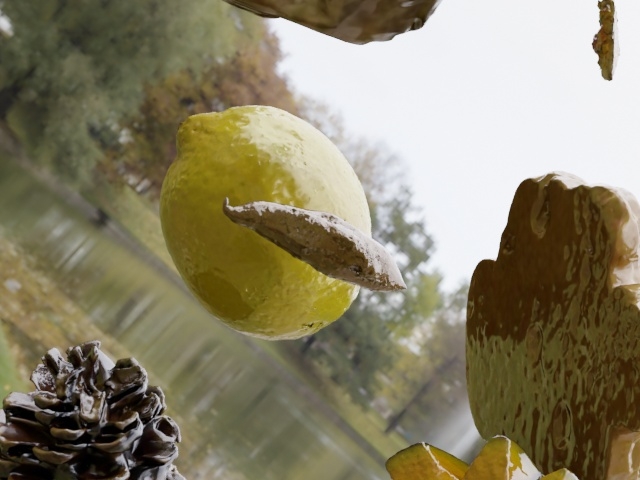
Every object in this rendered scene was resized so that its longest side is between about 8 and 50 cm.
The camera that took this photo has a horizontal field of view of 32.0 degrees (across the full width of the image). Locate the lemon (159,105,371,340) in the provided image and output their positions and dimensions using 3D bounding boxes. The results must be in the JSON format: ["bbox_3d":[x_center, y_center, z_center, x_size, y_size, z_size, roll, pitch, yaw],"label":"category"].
[{"bbox_3d":[-0.059,-0.017,1.253,0.236,0.236,0.263,38,-12,42],"label":"lemon"}]

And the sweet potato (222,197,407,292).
[{"bbox_3d":[0.000,0.000,1.068,0.206,0.060,0.068,21,-18,-16],"label":"sweet potato"}]

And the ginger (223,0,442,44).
[{"bbox_3d":[-0.036,-0.274,0.802,0.269,0.200,0.223,15,45,-41],"label":"ginger"}]

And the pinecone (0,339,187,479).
[{"bbox_3d":[-0.266,0.250,1.275,0.243,0.257,0.243,23,33,-16],"label":"pinecone"}]

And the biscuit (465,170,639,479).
[{"bbox_3d":[0.189,0.080,0.852,0.051,0.269,0.376,1,-2,-11],"label":"biscuit"}]

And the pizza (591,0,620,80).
[{"bbox_3d":[0.275,-0.190,1.083,0.025,0.078,0.083,3,-29,20],"label":"pizza"}]

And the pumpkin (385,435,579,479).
[{"bbox_3d":[0.149,0.229,0.683,0.149,0.130,0.254,49,12,-36],"label":"pumpkin"}]
